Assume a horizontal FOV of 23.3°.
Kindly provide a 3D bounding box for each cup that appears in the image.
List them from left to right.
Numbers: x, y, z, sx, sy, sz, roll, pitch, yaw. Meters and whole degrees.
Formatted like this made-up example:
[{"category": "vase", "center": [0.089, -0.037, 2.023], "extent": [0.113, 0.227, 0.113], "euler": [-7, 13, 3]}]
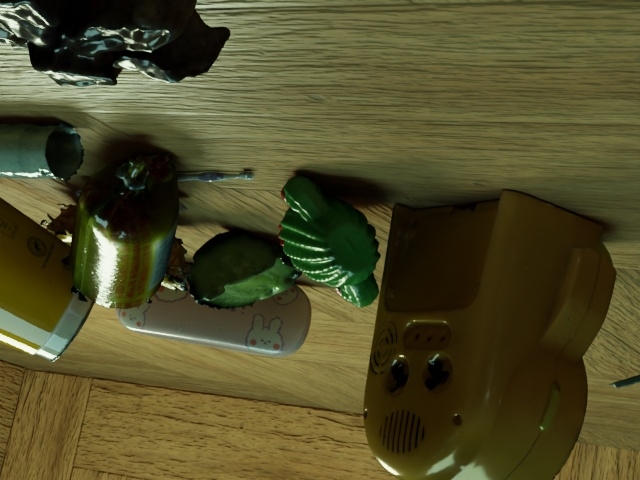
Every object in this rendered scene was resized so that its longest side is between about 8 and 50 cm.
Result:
[{"category": "cup", "center": [-0.417, 0.027, 1.885], "extent": [0.280, 0.196, 0.196], "euler": [32, 162, -18]}]

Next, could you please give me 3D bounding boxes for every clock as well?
[{"category": "clock", "center": [0.163, 0.124, 1.620], "extent": [0.200, 0.317, 0.244], "euler": [26, 163, -28]}]

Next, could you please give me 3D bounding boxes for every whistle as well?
[{"category": "whistle", "center": [-0.396, -0.100, 1.701], "extent": [0.312, 0.062, 0.062], "euler": [3, 166, 32]}]

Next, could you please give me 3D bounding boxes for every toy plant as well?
[{"category": "toy plant", "center": [0.009, 0.009, 1.704], "extent": [0.154, 0.088, 0.240], "euler": [49, 169, 11]}]

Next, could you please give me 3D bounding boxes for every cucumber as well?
[{"category": "cucumber", "center": [-0.098, 0.036, 2.017], "extent": [0.115, 0.085, 0.193], "euler": [-36, 159, 10]}]

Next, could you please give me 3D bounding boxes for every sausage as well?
[{"category": "sausage", "center": [-0.223, -0.021, 1.734], "extent": [0.125, 0.117, 0.317], "euler": [-14, 162, -15]}]

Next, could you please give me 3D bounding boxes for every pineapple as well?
[{"category": "pineapple", "center": [-0.256, 0.001, 1.993], "extent": [0.225, 0.076, 0.225], "euler": [19, 166, 5]}]

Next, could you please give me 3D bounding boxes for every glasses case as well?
[{"category": "glasses case", "center": [-0.159, 0.099, 2.285], "extent": [0.297, 0.113, 0.075], "euler": [8, 166, 12]}]

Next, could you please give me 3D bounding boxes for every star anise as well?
[{"category": "star anise", "center": [-0.183, -0.163, 1.123], "extent": [0.220, 0.099, 0.214], "euler": [7, 177, 19]}]

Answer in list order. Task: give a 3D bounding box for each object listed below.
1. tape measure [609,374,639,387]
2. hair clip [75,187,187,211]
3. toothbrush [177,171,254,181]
[{"category": "tape measure", "center": [0.431, 0.124, 1.909], "extent": [0.164, 0.084, 0.330], "euler": [19, 165, -22]}, {"category": "hair clip", "center": [-0.225, -0.053, 1.853], "extent": [0.137, 0.022, 0.054], "euler": [6, 168, 15]}, {"category": "toothbrush", "center": [-0.122, -0.070, 1.705], "extent": [0.131, 0.011, 0.013], "euler": [0, 176, 42]}]
